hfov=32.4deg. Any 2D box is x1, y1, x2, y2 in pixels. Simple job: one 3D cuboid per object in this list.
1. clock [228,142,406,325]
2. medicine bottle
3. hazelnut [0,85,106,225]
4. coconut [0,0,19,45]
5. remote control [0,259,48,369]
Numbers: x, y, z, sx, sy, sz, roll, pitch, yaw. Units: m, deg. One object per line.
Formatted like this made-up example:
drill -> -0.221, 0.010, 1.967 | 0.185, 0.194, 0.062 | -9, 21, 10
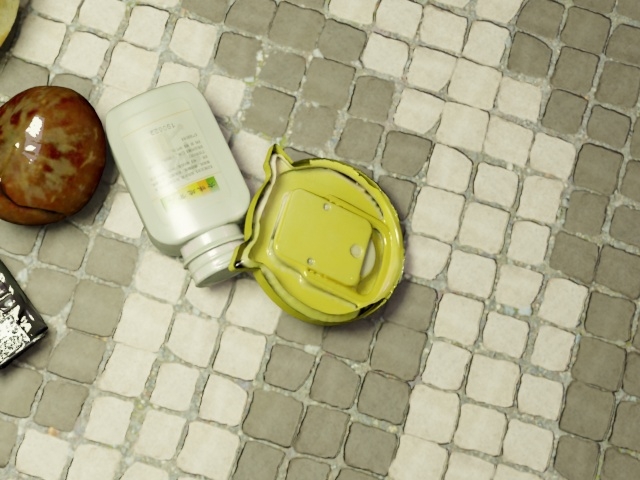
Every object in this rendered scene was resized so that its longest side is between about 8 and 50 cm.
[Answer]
clock -> 0.000, 0.002, 1.814 | 0.293, 0.071, 0.277 | 31, 65, -15
medicine bottle -> -0.221, -0.087, 1.817 | 0.179, 0.124, 0.324 | -24, 78, -14
hazelnut -> -0.459, -0.140, 1.761 | 0.218, 0.218, 0.234 | 19, 88, 0
coconut -> -0.639, -0.411, 1.769 | 0.322, 0.323, 0.323 | 1, 77, -4
remote control -> -0.599, 0.030, 1.789 | 0.144, 0.062, 0.399 | -37, 81, -12
